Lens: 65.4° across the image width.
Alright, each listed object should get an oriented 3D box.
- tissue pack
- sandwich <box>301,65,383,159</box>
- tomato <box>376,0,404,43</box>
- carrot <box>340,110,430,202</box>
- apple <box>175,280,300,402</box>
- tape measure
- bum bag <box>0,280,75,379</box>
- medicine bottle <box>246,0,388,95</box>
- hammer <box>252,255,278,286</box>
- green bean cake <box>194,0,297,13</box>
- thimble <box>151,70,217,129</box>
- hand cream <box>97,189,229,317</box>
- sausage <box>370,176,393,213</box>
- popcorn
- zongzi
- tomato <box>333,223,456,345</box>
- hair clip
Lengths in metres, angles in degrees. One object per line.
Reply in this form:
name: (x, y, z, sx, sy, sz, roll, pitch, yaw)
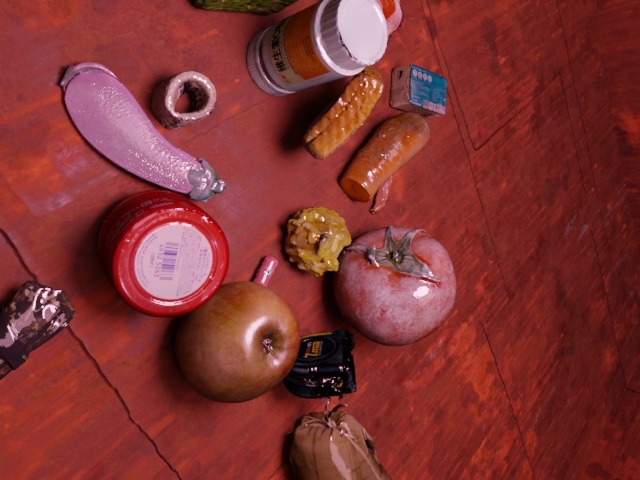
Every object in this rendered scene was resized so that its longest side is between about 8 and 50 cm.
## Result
tissue pack: (0.292, -0.440, 1.480, 0.169, 0.082, 0.120, 4, 89, -39)
sandwich: (0.058, -0.301, 1.164, 0.087, 0.226, 0.251, 44, 22, -11)
tomato: (0.100, -0.586, 1.299, 0.199, 0.112, 0.228, 48, 64, -22)
carrot: (0.182, -0.240, 1.367, 0.302, 0.138, 0.139, -49, 121, -24)
apple: (-0.165, 0.215, 1.045, 0.256, 0.233, 0.257, -3, 94, -43)
tape measure: (-0.007, 0.301, 1.211, 0.186, 0.199, 0.112, -5, 107, 6)
bum bag: (-0.536, 0.172, 0.842, 0.248, 0.069, 0.102, -50, 136, -24)
medicine bottle: (-0.014, -0.417, 1.078, 0.158, 0.318, 0.158, -3, 95, -40)
hammer: (-0.131, 0.075, 1.187, 0.043, 0.043, 0.083, 39, 70, -34)
green bean cake: (-0.129, -0.560, 1.041, 0.248, 0.222, 0.125, -24, 106, -39)
thimble: (-0.277, -0.286, 1.016, 0.102, 0.090, 0.115, 41, 66, -33)
hand cream: (-0.297, 0.023, 0.949, 0.230, 0.149, 0.230, -10, 110, -28)
sausage: (0.179, -0.148, 1.434, 0.042, 0.036, 0.158, 21, 79, -13)
popcorn: (-0.007, 0.002, 1.230, 0.173, 0.142, 0.174, 20, 65, -49)
zongzi: (0.097, 0.597, 1.369, 0.467, 0.218, 0.500, -7, 82, -67)
tomato: (0.189, 0.113, 1.281, 0.316, 0.316, 0.283, -44, 143, -29)
hair clip: (-0.350, -0.192, 0.979, 0.358, 0.110, 0.096, 39, 28, -30)
